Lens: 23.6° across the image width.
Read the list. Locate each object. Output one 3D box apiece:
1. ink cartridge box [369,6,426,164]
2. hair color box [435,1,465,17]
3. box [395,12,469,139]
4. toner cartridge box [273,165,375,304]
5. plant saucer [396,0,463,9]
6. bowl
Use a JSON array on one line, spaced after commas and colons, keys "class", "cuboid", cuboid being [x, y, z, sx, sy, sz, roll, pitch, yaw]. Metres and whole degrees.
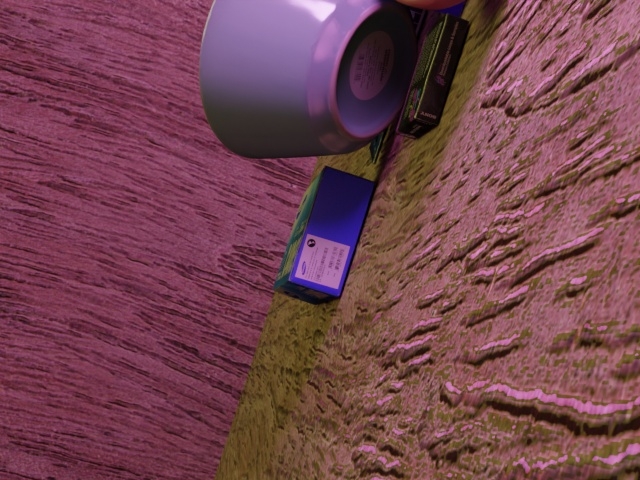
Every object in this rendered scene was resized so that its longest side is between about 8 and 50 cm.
[{"class": "ink cartridge box", "cuboid": [0.100, -0.282, 2.185, 0.165, 0.065, 0.332, -96, 24, -79]}, {"class": "hair color box", "cuboid": [0.136, -0.384, 1.813, 0.339, 0.110, 0.185, -79, 7, -75]}, {"class": "box", "cuboid": [0.118, -0.173, 1.642, 0.162, 0.029, 0.116, 154, 133, -87]}, {"class": "toner cartridge box", "cuboid": [0.000, 0.000, 2.176, 0.348, 0.075, 0.165, 138, 151, -83]}, {"class": "plant saucer", "cuboid": [0.107, -0.384, 1.423, 0.332, 0.084, 0.332, -28, 58, 57]}, {"class": "bowl", "cuboid": [0.008, -0.231, 1.949, 0.311, 0.163, 0.311, -30, -49, -42]}]
